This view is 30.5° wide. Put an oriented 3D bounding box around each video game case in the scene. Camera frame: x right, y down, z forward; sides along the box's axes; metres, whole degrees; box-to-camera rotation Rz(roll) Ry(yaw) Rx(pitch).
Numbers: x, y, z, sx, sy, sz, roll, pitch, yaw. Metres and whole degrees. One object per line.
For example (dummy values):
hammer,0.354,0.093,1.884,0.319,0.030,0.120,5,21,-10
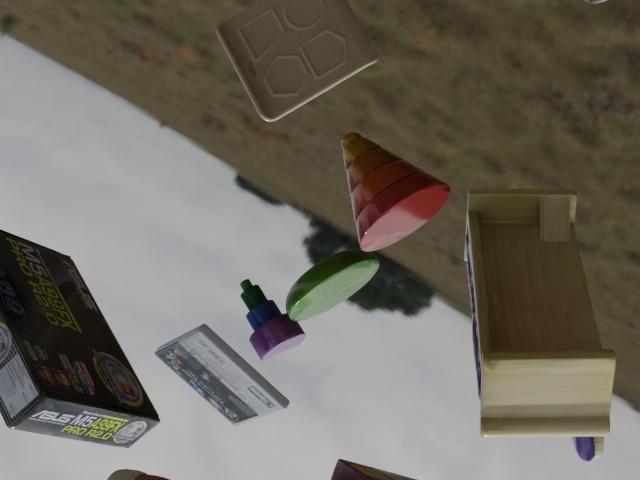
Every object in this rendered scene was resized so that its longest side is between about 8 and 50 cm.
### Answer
video game case,-0.161,0.220,1.892,0.190,0.022,0.173,44,145,-13

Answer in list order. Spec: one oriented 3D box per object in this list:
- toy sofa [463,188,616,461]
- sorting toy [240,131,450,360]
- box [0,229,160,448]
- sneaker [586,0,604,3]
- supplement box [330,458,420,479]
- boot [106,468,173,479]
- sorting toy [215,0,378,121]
toy sofa,0.260,0.099,1.458,0.150,0.177,0.363,0,-144,3
sorting toy,0.000,0.000,1.403,0.127,0.365,0.126,-15,-115,-45
box,-0.321,0.107,1.357,0.270,0.060,0.216,56,-167,29
sneaker,0.287,-0.310,1.157,0.074,0.170,0.063,-22,-125,-41
supplement box,0.104,0.286,1.165,0.188,0.081,0.104,19,177,-21
boot,-0.142,0.311,0.990,0.176,0.244,0.088,7,137,23
sorting toy,-0.038,-0.310,1.862,0.193,0.208,0.038,62,-177,17
